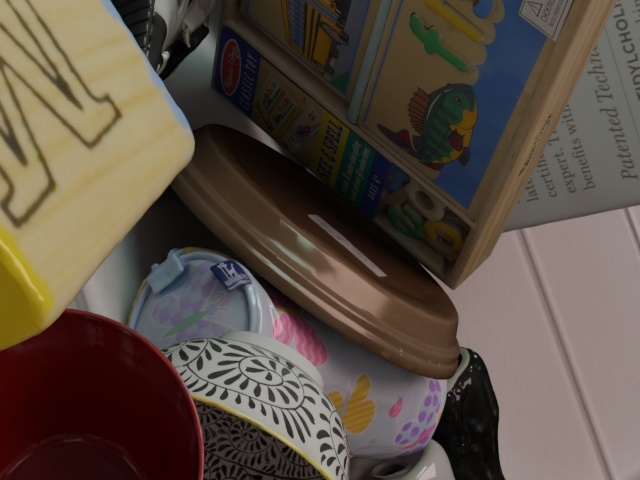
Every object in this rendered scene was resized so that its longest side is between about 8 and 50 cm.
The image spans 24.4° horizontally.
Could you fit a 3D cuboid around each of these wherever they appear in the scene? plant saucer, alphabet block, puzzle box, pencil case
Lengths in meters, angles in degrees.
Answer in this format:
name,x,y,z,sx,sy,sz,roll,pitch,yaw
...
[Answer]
name,x,y,z,sx,sy,sz,roll,pitch,yaw
plant saucer,0.000,0.000,1.096,0.278,0.041,0.278,37,11,-8
alphabet block,-0.213,-0.050,0.764,0.193,0.192,0.197,56,29,-16
puzzle box,0.050,-0.158,1.027,0.272,0.409,0.052,41,62,15
pencil case,-0.019,0.088,1.076,0.273,0.113,0.124,24,17,-51

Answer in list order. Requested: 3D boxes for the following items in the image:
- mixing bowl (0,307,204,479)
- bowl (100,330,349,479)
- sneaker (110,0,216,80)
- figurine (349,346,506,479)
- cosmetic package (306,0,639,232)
name,x,y,z,sx,sy,sz,roll,pitch,yaw
mixing bowl,-0.146,0.137,0.797,0.098,0.181,0.181,82,0,-65
bowl,-0.046,0.107,0.894,0.170,0.170,0.080,48,53,-31
sneaker,-0.127,-0.159,1.051,0.146,0.122,0.331,46,31,-41
figurine,0.117,0.232,1.239,0.209,0.092,0.215,62,30,-18
cosmetic package,0.185,-0.224,1.303,0.327,0.393,0.329,67,27,-21
